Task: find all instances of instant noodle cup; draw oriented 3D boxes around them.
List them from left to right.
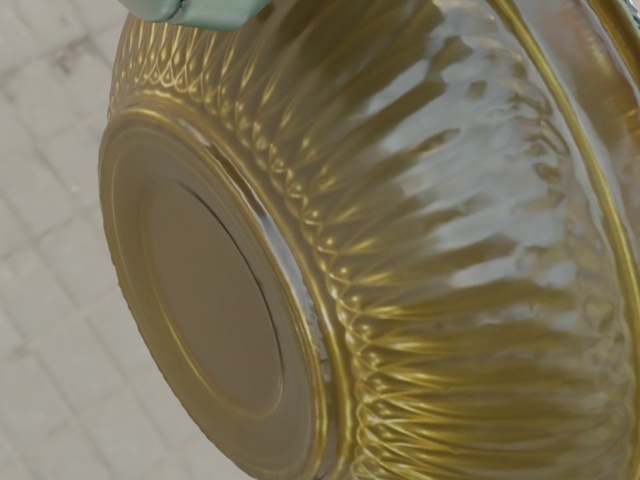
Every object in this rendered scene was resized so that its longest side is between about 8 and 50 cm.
[{"bbox_3d":[0.000,0.000,0.599,0.090,0.274,0.274,-24,82,-26],"label":"instant noodle cup"}]

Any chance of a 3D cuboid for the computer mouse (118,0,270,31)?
[{"bbox_3d":[-0.058,-0.184,0.423,0.159,0.097,0.288,-125,-160,-63],"label":"computer mouse"}]
